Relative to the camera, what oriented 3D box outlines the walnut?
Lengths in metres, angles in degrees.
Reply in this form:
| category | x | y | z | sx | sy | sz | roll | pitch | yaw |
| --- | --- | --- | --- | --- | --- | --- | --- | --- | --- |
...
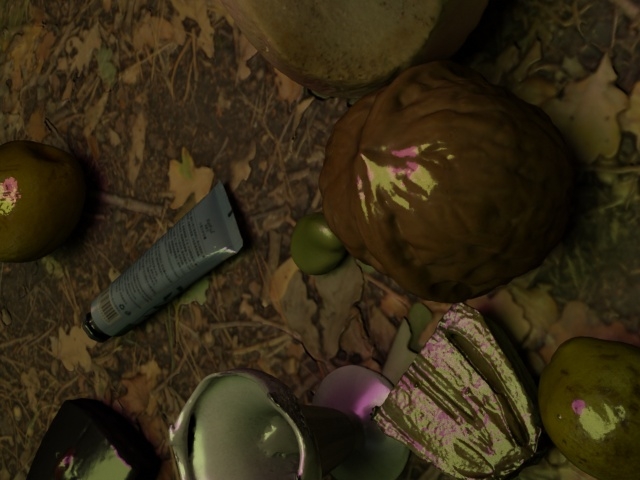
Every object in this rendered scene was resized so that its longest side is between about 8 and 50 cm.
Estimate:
| category | x | y | z | sx | sy | sz | roll | pitch | yaw |
| --- | --- | --- | --- | --- | --- | --- | --- | --- | --- |
| walnut | 0.101 | -0.048 | 0.754 | 0.213 | 0.213 | 0.213 | 1 | 92 | 39 |

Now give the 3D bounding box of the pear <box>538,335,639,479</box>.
| category | x | y | z | sx | sy | sz | roll | pitch | yaw |
| --- | --- | --- | --- | --- | --- | --- | --- | --- | --- |
| pear | 0.231 | 0.136 | 0.723 | 0.131 | 0.107 | 0.107 | 52 | 121 | 34 |

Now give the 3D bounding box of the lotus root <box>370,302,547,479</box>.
| category | x | y | z | sx | sy | sz | roll | pitch | yaw |
| --- | --- | --- | --- | --- | --- | --- | --- | --- | --- |
| lotus root | 0.136 | 0.151 | 0.822 | 0.143 | 0.070 | 0.144 | -48 | 62 | 13 |

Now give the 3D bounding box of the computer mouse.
| category | x | y | z | sx | sy | sz | roll | pitch | yaw |
| --- | --- | --- | --- | --- | --- | --- | --- | --- | --- |
| computer mouse | -0.314 | 0.341 | 1.169 | 0.170 | 0.100 | 0.269 | 30 | 109 | 32 |

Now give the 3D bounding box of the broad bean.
| category | x | y | z | sx | sy | sz | roll | pitch | yaw |
| --- | --- | --- | --- | --- | --- | --- | --- | --- | --- |
| broad bean | 0.000 | 0.000 | 0.946 | 0.083 | 0.045 | 0.063 | -42 | 78 | 40 |

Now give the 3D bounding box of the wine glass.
| category | x | y | z | sx | sy | sz | roll | pitch | yaw |
| --- | --- | --- | --- | --- | --- | --- | --- | --- | --- |
| wine glass | -0.021 | 0.193 | 0.868 | 0.165 | 0.196 | 0.165 | -1 | 89 | 37 |

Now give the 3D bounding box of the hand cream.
| category | x | y | z | sx | sy | sz | roll | pitch | yaw |
| --- | --- | --- | --- | --- | --- | --- | --- | --- | --- |
| hand cream | -0.189 | 0.040 | 1.093 | 0.271 | 0.058 | 0.091 | -38 | 57 | 29 |

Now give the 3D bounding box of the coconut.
| category | x | y | z | sx | sy | sz | roll | pitch | yaw |
| --- | --- | --- | --- | --- | --- | --- | --- | --- | --- |
| coconut | 0.035 | -0.258 | 0.805 | 0.259 | 0.259 | 0.259 | 1 | 92 | 39 |

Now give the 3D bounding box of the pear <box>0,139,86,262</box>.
| category | x | y | z | sx | sy | sz | roll | pitch | yaw |
| --- | --- | --- | --- | --- | --- | --- | --- | --- | --- |
| pear | -0.380 | -0.050 | 1.180 | 0.149 | 0.149 | 0.162 | 46 | 111 | 28 |
